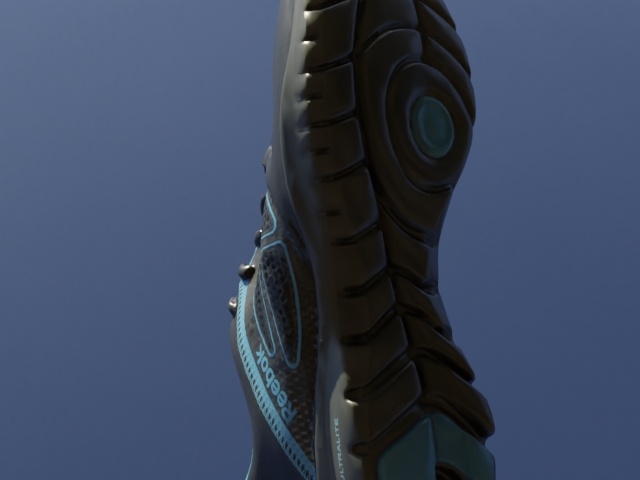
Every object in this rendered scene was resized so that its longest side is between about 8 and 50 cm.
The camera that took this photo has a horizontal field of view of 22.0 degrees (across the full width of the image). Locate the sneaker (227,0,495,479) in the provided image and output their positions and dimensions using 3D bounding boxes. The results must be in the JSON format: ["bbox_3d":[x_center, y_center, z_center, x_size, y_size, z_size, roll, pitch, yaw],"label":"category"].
[{"bbox_3d":[0.000,0.000,0.866,0.125,0.139,0.341,10,-106,-41],"label":"sneaker"}]
